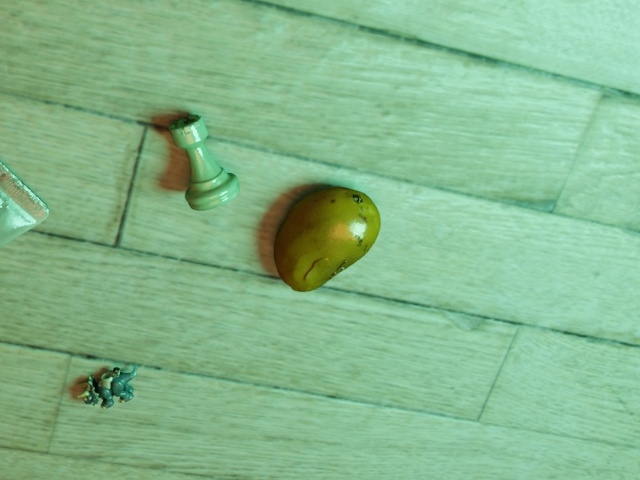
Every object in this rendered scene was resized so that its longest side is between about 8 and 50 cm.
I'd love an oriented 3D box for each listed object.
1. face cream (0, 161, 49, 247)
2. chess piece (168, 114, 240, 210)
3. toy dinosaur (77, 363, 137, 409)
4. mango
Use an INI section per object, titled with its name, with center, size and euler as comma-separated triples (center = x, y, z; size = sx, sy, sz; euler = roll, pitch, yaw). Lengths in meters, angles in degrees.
[face cream]
center = -0.481, 0.021, 1.421
size = 0.314, 0.089, 0.143
euler = -39, 118, 5
[chess piece]
center = -0.141, -0.093, 1.415
size = 0.067, 0.067, 0.103
euler = -20, 112, 3
[toy dinosaur]
center = -0.275, 0.190, 1.578
size = 0.083, 0.030, 0.047
euler = -18, 123, 2
[mango]
center = 0.001, 0.001, 1.477
size = 0.105, 0.084, 0.159
euler = 35, 110, -19
